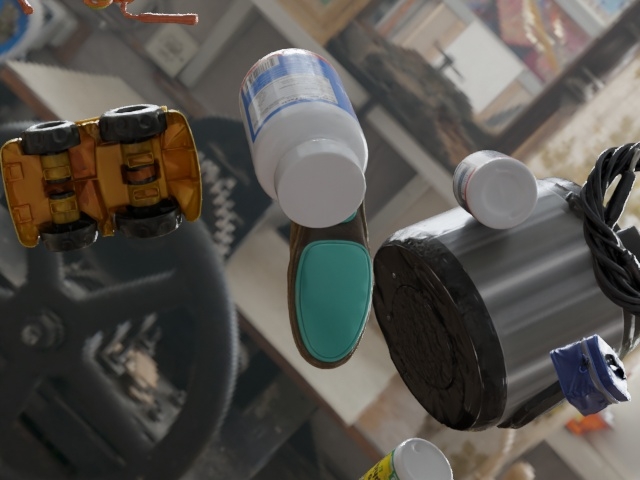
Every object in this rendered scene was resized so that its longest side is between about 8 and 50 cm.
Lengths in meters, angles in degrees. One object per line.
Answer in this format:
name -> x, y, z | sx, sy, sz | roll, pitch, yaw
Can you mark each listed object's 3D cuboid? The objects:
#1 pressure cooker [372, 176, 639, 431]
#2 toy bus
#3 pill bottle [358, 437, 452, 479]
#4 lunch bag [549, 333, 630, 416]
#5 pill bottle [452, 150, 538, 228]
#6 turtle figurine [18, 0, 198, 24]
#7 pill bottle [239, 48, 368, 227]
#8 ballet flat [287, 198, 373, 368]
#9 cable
pressure cooker -> 0.342, 0.089, 1.929 | 0.370, 0.420, 0.376 | 43, -33, 46
toy bus -> -0.269, -0.093, 1.383 | 0.211, 0.220, 0.149 | -131, -148, -67
pill bottle -> 0.125, 0.442, 1.982 | 0.117, 0.208, 0.118 | 23, 41, -22
lunch bag -> 0.299, 0.145, 1.248 | 0.098, 0.065, 0.067 | 38, 32, -54
pill bottle -> 0.261, -0.083, 1.753 | 0.108, 0.108, 0.180 | 42, 5, -10
turtle figurine -> -0.216, -0.327, 1.169 | 0.269, 0.217, 0.087 | 20, 25, 30
pill bottle -> -0.017, -0.109, 1.235 | 0.124, 0.124, 0.221 | 37, 21, -30
ballet flat -> 0.000, 0.000, 1.478 | 0.116, 0.342, 0.124 | 2, -12, -19
cable -> 0.316, -0.003, 1.066 | 0.047, 0.150, 0.184 | 2, -72, 65
